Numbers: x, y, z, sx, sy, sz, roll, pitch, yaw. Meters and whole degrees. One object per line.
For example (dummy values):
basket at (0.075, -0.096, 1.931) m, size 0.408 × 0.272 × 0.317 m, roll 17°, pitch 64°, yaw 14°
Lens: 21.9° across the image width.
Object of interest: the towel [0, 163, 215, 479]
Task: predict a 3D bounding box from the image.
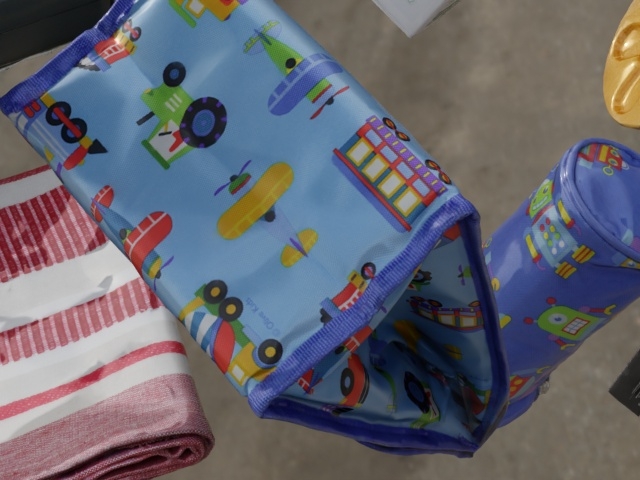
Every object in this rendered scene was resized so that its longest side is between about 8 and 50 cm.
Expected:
towel at (-0.215, 0.059, 1.075) m, size 0.237 × 0.037 × 0.329 m, roll -18°, pitch 38°, yaw -5°

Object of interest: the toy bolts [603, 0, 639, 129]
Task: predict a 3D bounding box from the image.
toy bolts at (0.166, -0.186, 0.785) m, size 0.228 × 0.158 × 0.218 m, roll -26°, pitch 45°, yaw 57°

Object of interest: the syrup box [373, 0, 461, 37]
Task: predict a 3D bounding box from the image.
syrup box at (0.114, -0.249, 1.065) m, size 0.237 × 0.096 × 0.093 m, roll -44°, pitch 0°, yaw 41°

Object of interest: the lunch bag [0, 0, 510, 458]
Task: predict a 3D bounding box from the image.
lunch bag at (0.000, 0.000, 0.891) m, size 0.138 × 0.293 × 0.221 m, roll -44°, pitch 64°, yaw 2°

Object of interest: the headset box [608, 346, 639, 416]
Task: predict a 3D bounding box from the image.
headset box at (0.253, 0.088, 1.228) m, size 0.032 × 0.062 × 0.083 m, roll 40°, pitch 51°, yaw 14°

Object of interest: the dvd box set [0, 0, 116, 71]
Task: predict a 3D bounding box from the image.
dvd box set at (-0.408, -0.208, 1.317) m, size 0.420 × 0.062 × 0.307 m, roll 25°, pitch 39°, yaw 38°

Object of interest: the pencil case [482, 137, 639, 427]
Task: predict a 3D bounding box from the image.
pencil case at (0.187, 0.048, 1.390) m, size 0.133 × 0.306 × 0.119 m, roll 20°, pitch 48°, yaw -14°
